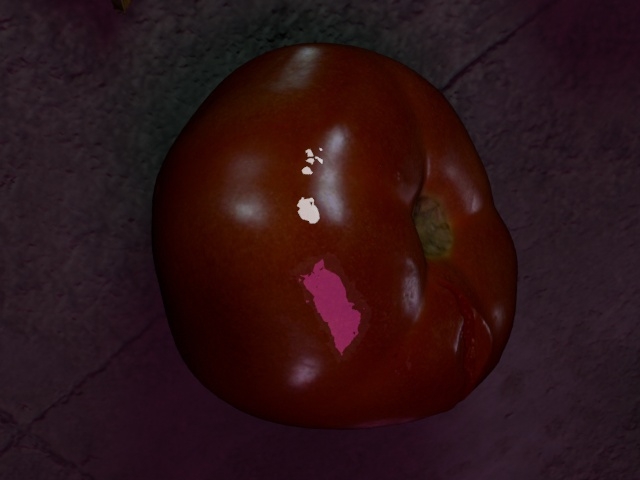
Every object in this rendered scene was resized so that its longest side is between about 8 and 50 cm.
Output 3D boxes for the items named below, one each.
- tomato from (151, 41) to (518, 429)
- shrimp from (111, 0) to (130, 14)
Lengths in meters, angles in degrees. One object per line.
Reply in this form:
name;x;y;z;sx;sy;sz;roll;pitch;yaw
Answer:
tomato;0.000;0.000;1.184;0.226;0.299;0.298;-16;135;38
shrimp;-0.180;-0.244;1.086;0.115;0.051;0.217;-20;128;6
